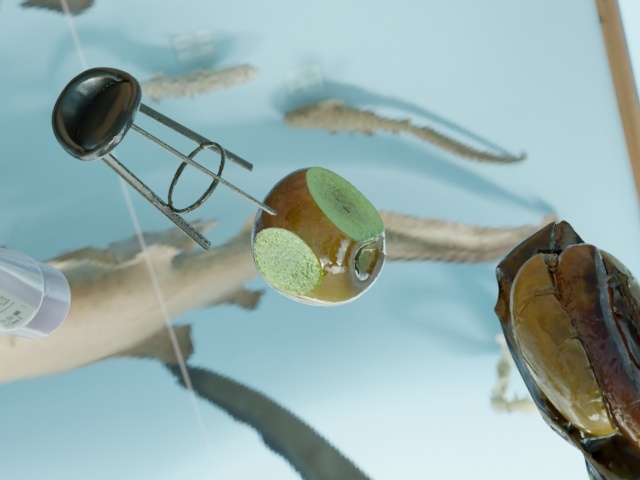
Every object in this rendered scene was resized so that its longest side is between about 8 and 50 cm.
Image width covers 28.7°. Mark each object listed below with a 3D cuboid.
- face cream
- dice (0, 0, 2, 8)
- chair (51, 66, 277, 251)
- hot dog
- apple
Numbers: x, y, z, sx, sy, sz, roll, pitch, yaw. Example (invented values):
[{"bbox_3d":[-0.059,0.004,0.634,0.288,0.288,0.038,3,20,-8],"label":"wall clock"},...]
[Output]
[{"bbox_3d":[-0.379,0.044,1.340,0.154,0.096,0.274,-8,165,19],"label":"face cream"},{"bbox_3d":[-0.380,-0.240,1.020,0.191,0.194,0.193,0,-136,12],"label":"dice"},{"bbox_3d":[-0.147,-0.081,1.211,0.095,0.221,0.104,4,-114,56],"label":"chair"},{"bbox_3d":[0.317,0.117,1.361,0.194,0.326,0.107,-31,164,-19],"label":"hot dog"},{"bbox_3d":[0.003,-0.002,1.479,0.147,0.163,0.146,31,-141,20],"label":"apple"}]
